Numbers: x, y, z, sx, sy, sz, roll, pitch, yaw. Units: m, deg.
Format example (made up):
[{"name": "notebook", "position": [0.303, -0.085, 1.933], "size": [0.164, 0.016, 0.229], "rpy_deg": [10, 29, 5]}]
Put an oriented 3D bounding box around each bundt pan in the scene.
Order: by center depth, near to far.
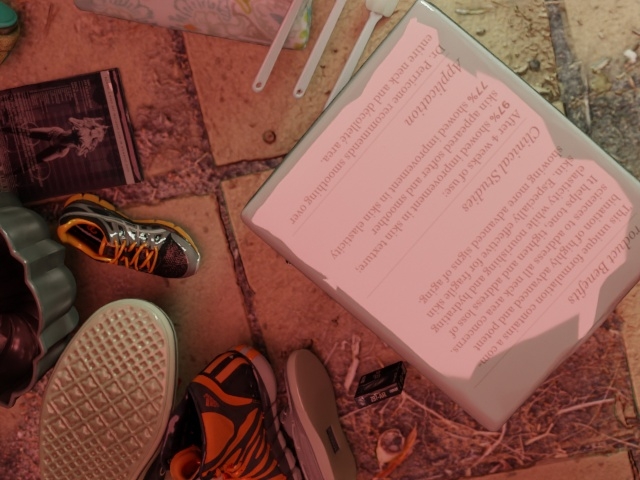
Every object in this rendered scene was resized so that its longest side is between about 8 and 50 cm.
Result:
[{"name": "bundt pan", "position": [-0.472, 0.066, 1.720], "size": [0.331, 0.124, 0.331], "rpy_deg": [12, 114, 29]}]

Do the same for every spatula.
[{"name": "spatula", "position": [0.008, -0.285, 1.586], "size": [0.168, 0.019, 0.242], "rpy_deg": [14, 113, -37]}]

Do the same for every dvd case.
[{"name": "dvd case", "position": [-0.374, -0.146, 1.734], "size": [0.221, 0.018, 0.164], "rpy_deg": [-9, 102, 13]}]

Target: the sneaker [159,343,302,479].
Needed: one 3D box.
[{"name": "sneaker", "position": [-0.134, 0.319, 1.714], "size": [0.124, 0.180, 0.321], "rpy_deg": [4, 118, 40]}]

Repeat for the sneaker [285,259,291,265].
[{"name": "sneaker", "position": [0.000, 0.000, 1.705], "size": [0.109, 0.040, 0.044], "rpy_deg": [-45, 127, 11]}]

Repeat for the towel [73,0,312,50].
[{"name": "towel", "position": [-0.147, -0.455, 1.572], "size": [0.320, 0.090, 0.374], "rpy_deg": [12, 107, 7]}]

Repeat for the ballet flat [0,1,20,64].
[{"name": "ballet flat", "position": [-0.576, -0.346, 1.668], "size": [0.348, 0.123, 0.123], "rpy_deg": [34, 108, -1]}]

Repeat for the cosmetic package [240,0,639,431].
[{"name": "cosmetic package", "position": [0.167, -0.048, 1.492], "size": [0.393, 0.327, 0.329], "rpy_deg": [41, 101, -3]}]

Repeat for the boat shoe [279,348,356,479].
[{"name": "boat shoe", "position": [-0.020, 0.266, 1.755], "size": [0.081, 0.079, 0.227], "rpy_deg": [-9, 105, 36]}]

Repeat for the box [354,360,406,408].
[{"name": "box", "position": [0.085, 0.204, 1.718], "size": [0.067, 0.083, 0.018], "rpy_deg": [-22, 101, 16]}]

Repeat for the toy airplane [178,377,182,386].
[{"name": "toy airplane", "position": [-0.277, 0.242, 1.819], "size": [0.151, 0.028, 0.151], "rpy_deg": [3, 107, 9]}]

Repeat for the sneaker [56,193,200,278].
[{"name": "sneaker", "position": [-0.275, 0.008, 1.719], "size": [0.215, 0.083, 0.084], "rpy_deg": [19, 117, 3]}]

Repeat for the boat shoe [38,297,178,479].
[{"name": "boat shoe", "position": [-0.303, 0.301, 1.755], "size": [0.186, 0.156, 0.500], "rpy_deg": [15, 111, 8]}]
